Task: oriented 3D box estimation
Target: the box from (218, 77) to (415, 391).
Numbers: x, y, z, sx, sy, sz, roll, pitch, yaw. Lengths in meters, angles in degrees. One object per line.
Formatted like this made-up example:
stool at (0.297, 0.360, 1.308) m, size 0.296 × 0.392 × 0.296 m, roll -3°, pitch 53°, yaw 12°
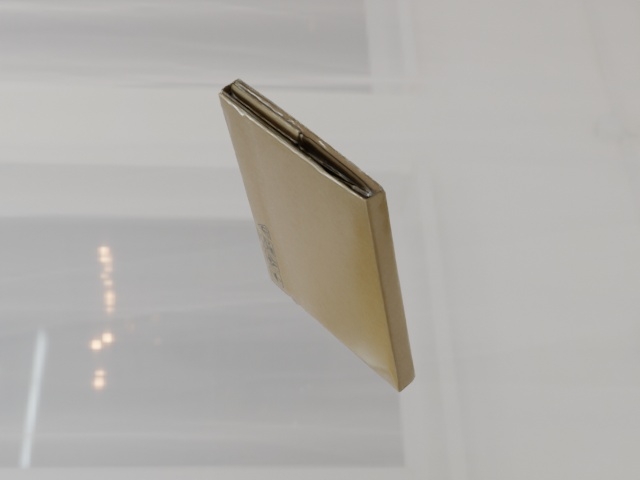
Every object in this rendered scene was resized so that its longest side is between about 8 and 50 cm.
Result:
box at (0.000, 0.000, 0.761) m, size 0.164 × 0.021 × 0.201 m, roll 39°, pitch 154°, yaw 38°
